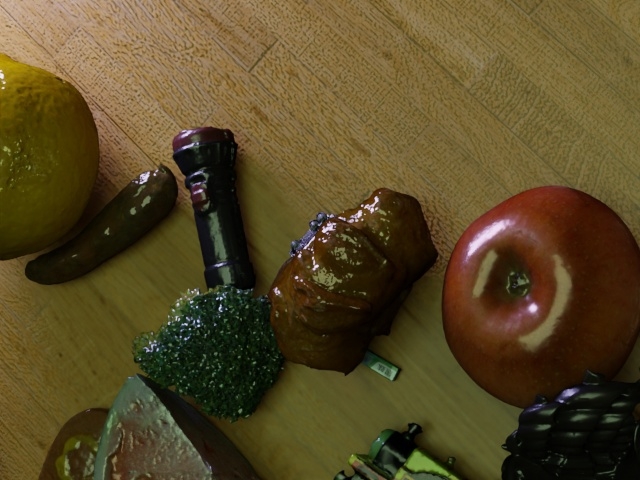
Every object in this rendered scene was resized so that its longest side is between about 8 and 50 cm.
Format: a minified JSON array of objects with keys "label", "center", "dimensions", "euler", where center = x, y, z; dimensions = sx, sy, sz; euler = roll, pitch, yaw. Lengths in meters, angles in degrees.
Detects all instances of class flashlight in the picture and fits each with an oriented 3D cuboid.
[{"label":"flashlight","center":[-0.144,-0.038,1.901],"dimensions":[0.093,0.093,0.232],"euler":[-13,83,17]}]

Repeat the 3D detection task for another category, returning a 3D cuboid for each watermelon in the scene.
[{"label":"watermelon","center":[-0.173,0.323,1.814],"dimensions":[0.305,0.224,0.180],"euler":[51,143,16]}]

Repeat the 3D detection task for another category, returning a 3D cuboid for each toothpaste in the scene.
[{"label":"toothpaste","center":[0.068,0.159,1.850],"dimensions":[0.083,0.017,0.020],"euler":[30,95,19]}]

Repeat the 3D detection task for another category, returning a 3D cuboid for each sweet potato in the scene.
[{"label":"sweet potato","center":[-0.307,-0.008,1.964],"dimensions":[0.273,0.075,0.075],"euler":[-36,76,17]}]

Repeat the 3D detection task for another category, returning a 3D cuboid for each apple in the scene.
[{"label":"apple","center":[0.270,0.068,1.691],"dimensions":[0.251,0.206,0.272],"euler":[35,99,21]}]

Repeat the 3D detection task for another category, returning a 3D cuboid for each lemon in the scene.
[{"label":"lemon","center":[-0.439,-0.114,1.913],"dimensions":[0.293,0.293,0.293],"euler":[-1,86,19]}]

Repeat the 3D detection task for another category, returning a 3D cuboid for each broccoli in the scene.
[{"label":"broccoli","center":[-0.161,0.147,1.864],"dimensions":[0.194,0.220,0.194],"euler":[4,95,52]}]

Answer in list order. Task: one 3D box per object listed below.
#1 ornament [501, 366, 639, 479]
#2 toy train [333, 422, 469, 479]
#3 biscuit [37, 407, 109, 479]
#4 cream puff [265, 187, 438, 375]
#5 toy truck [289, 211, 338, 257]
[{"label":"ornament","center":[0.340,0.235,1.618],"dimensions":[0.251,0.106,0.260],"euler":[8,131,3]},{"label":"toy train","center":[0.159,0.352,1.764],"dimensions":[0.296,0.100,0.160],"euler":[31,89,19]},{"label":"biscuit","center":[-0.277,0.386,1.931],"dimensions":[0.277,0.052,0.262],"euler":[18,92,18]},{"label":"cream puff","center":[0.031,0.054,1.770],"dimensions":[0.155,0.241,0.269],"euler":[37,124,16]},{"label":"toy truck","center":[0.000,0.000,1.871],"dimensions":[0.083,0.044,0.039],"euler":[-47,52,11]}]
